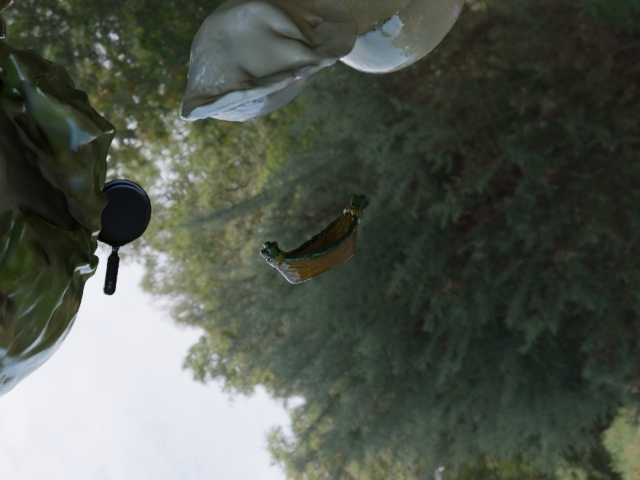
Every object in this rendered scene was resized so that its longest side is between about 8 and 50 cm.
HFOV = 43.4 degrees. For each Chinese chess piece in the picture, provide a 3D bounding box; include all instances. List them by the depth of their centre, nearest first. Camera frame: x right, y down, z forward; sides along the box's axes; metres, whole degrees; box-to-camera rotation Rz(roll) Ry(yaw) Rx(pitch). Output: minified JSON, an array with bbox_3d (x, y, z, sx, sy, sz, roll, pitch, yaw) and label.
[{"bbox_3d":[0.138,-0.506,1.632,0.140,0.338,0.338,30,-150,-43],"label":"Chinese chess piece"}]

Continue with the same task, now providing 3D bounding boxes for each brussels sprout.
[{"bbox_3d":[-0.424,-0.014,0.912,0.342,0.425,0.361,22,165,-10],"label":"brussels sprout"}]

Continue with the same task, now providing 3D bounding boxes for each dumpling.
[{"bbox_3d":[-0.050,-0.188,0.816,0.216,0.166,0.126,-31,-64,-56],"label":"dumpling"}]

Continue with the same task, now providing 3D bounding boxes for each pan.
[{"bbox_3d":[-0.402,-0.005,1.584,0.028,0.136,0.235,64,-151,-75],"label":"pan"}]

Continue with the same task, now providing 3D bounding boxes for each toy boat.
[{"bbox_3d":[0.000,0.000,1.345,0.089,0.229,0.088,5,116,51],"label":"toy boat"}]

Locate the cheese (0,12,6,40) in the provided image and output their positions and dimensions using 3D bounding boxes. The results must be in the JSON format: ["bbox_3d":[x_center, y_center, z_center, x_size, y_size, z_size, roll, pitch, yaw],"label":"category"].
[{"bbox_3d":[-0.525,-0.275,1.072,0.202,0.175,0.091,18,-164,-4],"label":"cheese"}]

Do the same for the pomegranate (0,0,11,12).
[{"bbox_3d":[-0.599,-0.477,1.353,0.198,0.198,0.246,49,-133,-47],"label":"pomegranate"}]
